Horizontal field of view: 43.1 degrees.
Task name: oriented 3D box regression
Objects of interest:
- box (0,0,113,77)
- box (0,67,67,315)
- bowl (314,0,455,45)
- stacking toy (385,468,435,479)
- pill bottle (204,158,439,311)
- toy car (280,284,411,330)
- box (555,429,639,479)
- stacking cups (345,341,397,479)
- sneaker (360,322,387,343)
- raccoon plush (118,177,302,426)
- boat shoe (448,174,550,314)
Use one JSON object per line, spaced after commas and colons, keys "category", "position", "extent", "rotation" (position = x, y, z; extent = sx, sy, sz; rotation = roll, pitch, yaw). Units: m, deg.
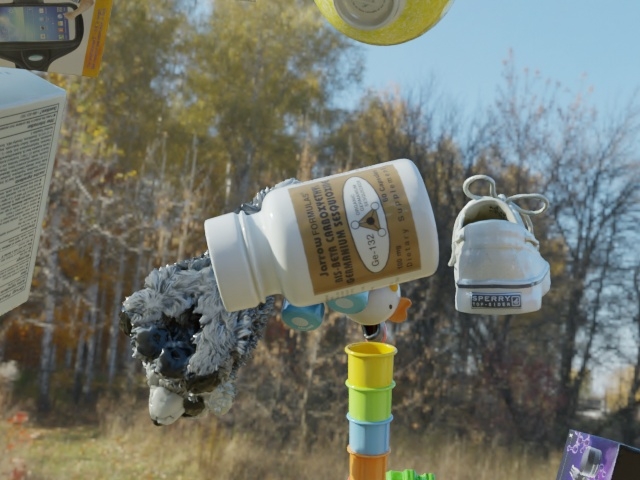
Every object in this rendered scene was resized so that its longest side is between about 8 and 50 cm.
{"category": "box", "position": [-0.221, -0.164, 0.576], "extent": [0.136, 0.028, 0.081], "rotation": [-1, -49, -30]}
{"category": "box", "position": [-0.336, -0.041, 0.715], "extent": [0.127, 0.232, 0.148], "rotation": [27, 26, 13]}
{"category": "bowl", "position": [0.096, -0.455, 1.417], "extent": [0.289, 0.156, 0.289], "rotation": [12, -47, 13]}
{"category": "stacking toy", "position": [0.174, 0.345, 0.872], "extent": [0.221, 0.052, 0.167], "rotation": [14, 33, -6]}
{"category": "pill bottle", "position": [0.000, 0.000, 0.865], "extent": [0.229, 0.131, 0.131], "rotation": [-14, -10, -3]}
{"category": "toy car", "position": [0.082, 0.073, 1.428], "extent": [0.238, 0.219, 0.210], "rotation": [34, -41, -29]}
{"category": "box", "position": [0.538, 0.520, 1.579], "extent": [0.103, 0.261, 0.184], "rotation": [20, -10, -9]}
{"category": "stacking cups", "position": [0.084, 0.348, 1.464], "extent": [0.096, 0.316, 0.096], "rotation": [2, 5, 0]}
{"category": "sneaker", "position": [0.097, 0.132, 1.624], "extent": [0.061, 0.158, 0.065], "rotation": [-20, -21, 15]}
{"category": "raccoon plush", "position": [-0.138, 0.136, 1.396], "extent": [0.216, 0.446, 0.299], "rotation": [49, -11, 20]}
{"category": "boat shoe", "position": [0.224, -0.006, 1.041], "extent": [0.136, 0.156, 0.367], "rotation": [-1, 3, 16]}
